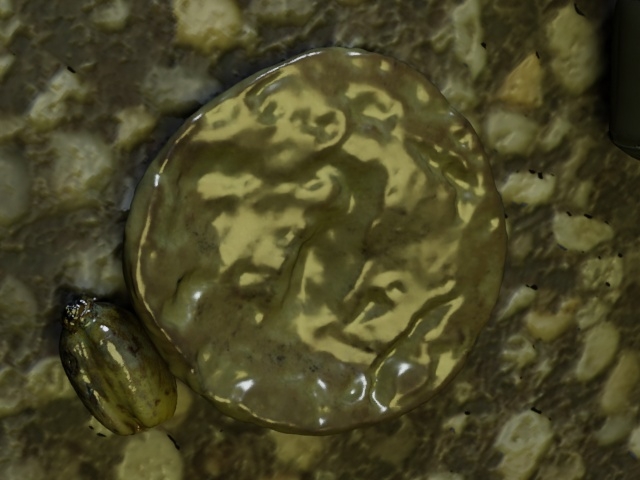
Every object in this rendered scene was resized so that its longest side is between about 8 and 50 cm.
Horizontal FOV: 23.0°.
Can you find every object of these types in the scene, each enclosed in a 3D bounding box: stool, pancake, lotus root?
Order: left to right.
[{"bbox_3d":[-0.120,0.070,0.912,0.054,0.049,0.099,-21,117,17],"label":"lotus root"},{"bbox_3d":[0.000,0.000,0.926,0.241,0.050,0.242,-6,106,-21],"label":"pancake"},{"bbox_3d":[0.216,-0.101,0.928,0.096,0.096,0.110,-10,109,-14],"label":"stool"}]
